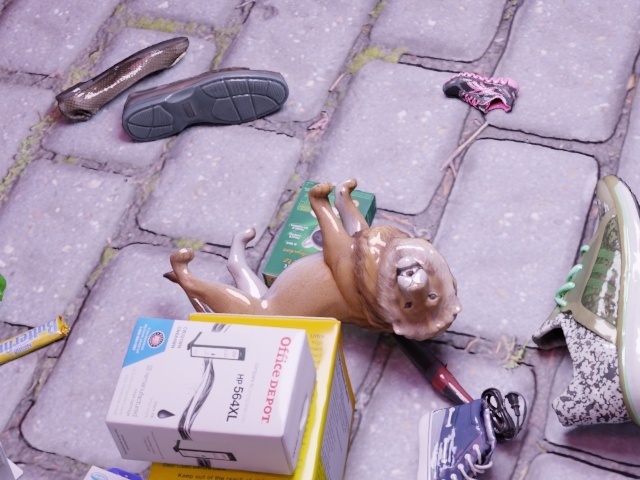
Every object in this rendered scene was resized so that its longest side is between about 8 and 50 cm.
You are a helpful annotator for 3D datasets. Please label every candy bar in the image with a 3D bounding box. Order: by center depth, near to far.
[{"bbox_3d":[-0.430,0.148,1.846,0.161,0.018,0.040,-23,51,-9],"label":"candy bar"}]

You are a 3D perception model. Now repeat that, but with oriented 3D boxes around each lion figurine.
[{"bbox_3d":[-0.016,0.069,1.758,0.392,0.142,0.240,-25,83,23],"label":"lion figurine"}]

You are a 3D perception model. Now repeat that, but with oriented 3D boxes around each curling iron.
[{"bbox_3d":[0.166,0.168,1.718,0.274,0.035,0.068,38,102,37],"label":"curling iron"}]

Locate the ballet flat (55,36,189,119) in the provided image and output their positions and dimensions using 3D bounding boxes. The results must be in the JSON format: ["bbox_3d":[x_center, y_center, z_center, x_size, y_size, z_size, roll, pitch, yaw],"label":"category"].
[{"bbox_3d":[-0.316,-0.264,2.152,0.250,0.058,0.084,-33,18,-24],"label":"ballet flat"}]

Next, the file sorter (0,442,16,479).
[{"bbox_3d":[-0.525,0.329,1.579,0.173,0.193,0.277,36,59,29],"label":"file sorter"}]

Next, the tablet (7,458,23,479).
[{"bbox_3d":[-0.436,0.301,1.727,0.083,0.006,0.054,30,61,30],"label":"tablet"}]

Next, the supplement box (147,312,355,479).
[{"bbox_3d":[-0.083,0.285,1.562,0.195,0.194,0.356,2,51,11],"label":"supplement box"}]

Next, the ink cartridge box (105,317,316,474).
[{"bbox_3d":[-0.118,0.172,1.477,0.203,0.086,0.148,2,50,12],"label":"ink cartridge box"}]

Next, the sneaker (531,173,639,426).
[{"bbox_3d":[0.356,0.076,1.714,0.182,0.158,0.410,-15,42,20],"label":"sneaker"}]

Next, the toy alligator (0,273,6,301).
[{"bbox_3d":[-0.517,0.042,1.931,0.189,0.056,0.051,27,17,29],"label":"toy alligator"}]

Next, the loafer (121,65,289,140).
[{"bbox_3d":[-0.185,-0.233,2.078,0.267,0.096,0.084,-13,44,1],"label":"loafer"}]

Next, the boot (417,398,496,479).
[{"bbox_3d":[0.168,0.278,1.594,0.086,0.069,0.190,-23,45,25],"label":"boot"}]

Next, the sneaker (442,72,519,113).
[{"bbox_3d":[0.245,-0.224,2.035,0.119,0.047,0.057,5,63,15],"label":"sneaker"}]

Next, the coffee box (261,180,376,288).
[{"bbox_3d":[0.000,0.000,1.885,0.113,0.040,0.184,11,53,16],"label":"coffee box"}]

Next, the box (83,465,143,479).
[{"bbox_3d":[-0.277,0.343,1.654,0.081,0.028,0.136,16,56,21],"label":"box"}]
